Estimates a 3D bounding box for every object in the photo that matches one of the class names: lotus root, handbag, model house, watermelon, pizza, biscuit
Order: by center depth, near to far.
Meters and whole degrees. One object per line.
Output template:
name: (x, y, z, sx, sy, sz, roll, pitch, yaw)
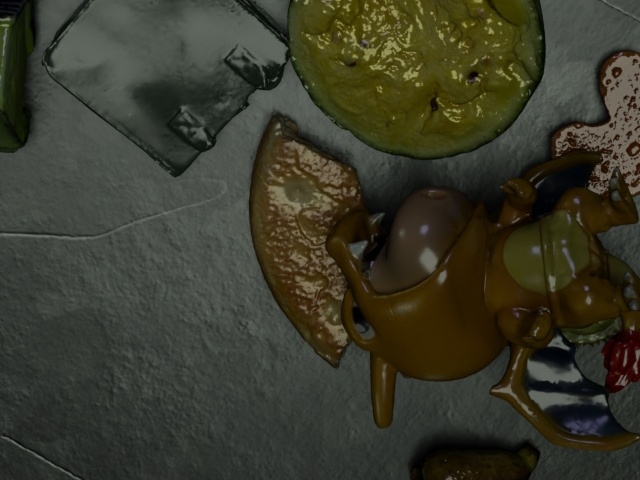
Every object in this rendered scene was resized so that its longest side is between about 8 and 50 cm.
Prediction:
watermelon: (0.141, -0.281, 1.850, 0.331, 0.189, 0.330, 12, 133, 13)
model house: (-0.476, -0.243, 1.896, 0.194, 0.170, 0.211, 3, 75, 5)
handbag: (-0.197, -0.246, 1.913, 0.260, 0.079, 0.247, 42, 101, -13)
biscuit: (0.397, -0.148, 1.972, 0.192, 0.036, 0.186, -30, 100, 6)
pizza: (0.000, 0.000, 1.979, 0.182, 0.074, 0.365, -19, 103, 5)
lotus root: (0.226, 0.337, 2.059, 0.191, 0.094, 0.108, -9, 138, -4)

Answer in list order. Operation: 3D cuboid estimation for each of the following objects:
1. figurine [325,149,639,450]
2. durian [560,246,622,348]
figurine: (0.227, 0.082, 1.840, 0.387, 0.268, 0.400, -13, 77, 21)
durian: (0.338, 0.058, 1.997, 0.146, 0.102, 0.208, -44, 77, 7)
